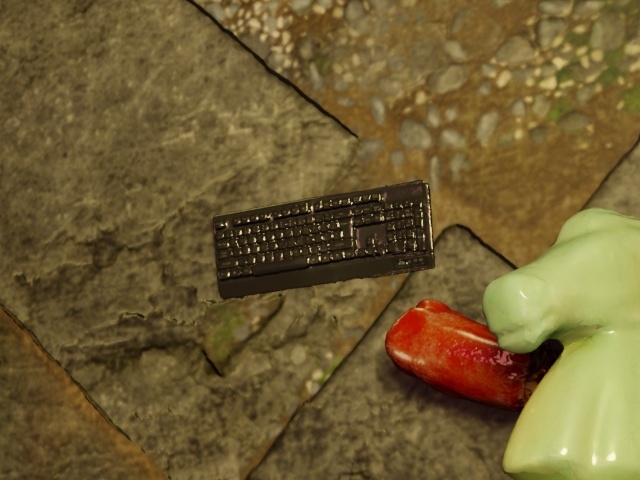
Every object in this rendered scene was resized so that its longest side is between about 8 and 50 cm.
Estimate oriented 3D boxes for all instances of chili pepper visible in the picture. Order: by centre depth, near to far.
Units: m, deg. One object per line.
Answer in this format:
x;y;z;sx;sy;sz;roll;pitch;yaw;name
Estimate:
0.111;0.088;1.181;0.123;0.073;0.070;18;120;30;chili pepper

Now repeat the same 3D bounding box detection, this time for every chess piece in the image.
0.195;0.120;1.076;0.175;0.176;0.298;-10;73;23;chess piece

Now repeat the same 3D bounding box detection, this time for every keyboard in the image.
-0.001;0.000;1.281;0.196;0.015;0.074;-8;76;24;keyboard
